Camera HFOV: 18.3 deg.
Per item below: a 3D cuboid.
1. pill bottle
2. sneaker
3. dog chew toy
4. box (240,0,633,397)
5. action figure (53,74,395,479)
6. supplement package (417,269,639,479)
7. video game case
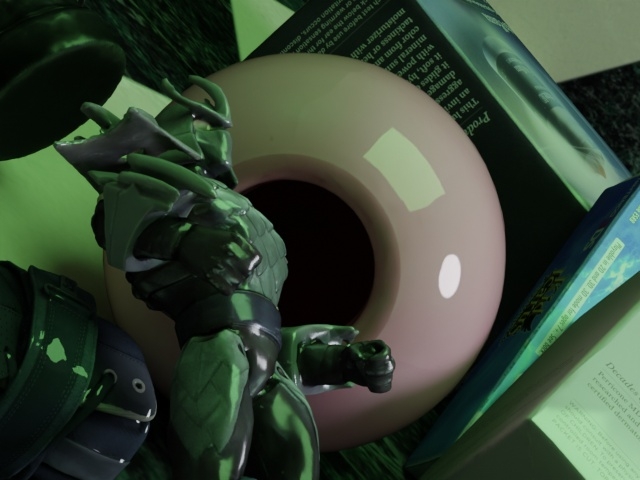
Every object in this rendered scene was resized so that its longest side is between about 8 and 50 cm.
[{"bbox_3d":[-0.199,-0.153,1.047,0.219,0.123,0.123,53,16,17],"label":"pill bottle"},{"bbox_3d":[-0.132,0.070,0.752,0.163,0.086,0.226,41,19,-29],"label":"sneaker"},{"bbox_3d":[0.000,0.000,1.098,0.206,0.206,0.332,48,8,0],"label":"dog chew toy"},{"bbox_3d":[0.113,-0.052,1.557,0.294,0.183,0.296,53,16,12],"label":"box"},{"bbox_3d":[-0.030,0.056,0.781,0.185,0.099,0.285,31,41,-52],"label":"action figure"},{"bbox_3d":[0.188,0.130,1.100,0.175,0.177,0.293,48,44,3],"label":"supplement package"},{"bbox_3d":[0.221,0.131,1.308,0.244,0.061,0.269,46,60,-11],"label":"video game case"}]
